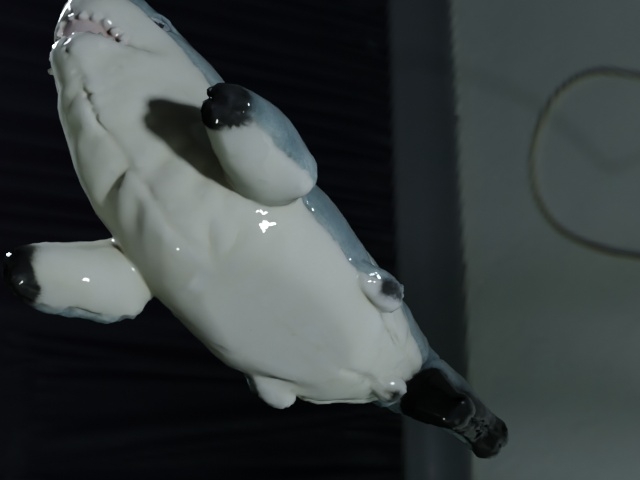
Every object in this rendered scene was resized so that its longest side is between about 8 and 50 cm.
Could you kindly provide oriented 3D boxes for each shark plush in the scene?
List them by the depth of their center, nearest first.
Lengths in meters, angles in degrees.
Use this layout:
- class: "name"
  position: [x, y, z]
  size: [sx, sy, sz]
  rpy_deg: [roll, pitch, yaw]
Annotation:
- class: "shark plush"
  position: [0.000, 0.000, 0.374]
  size: [0.073, 0.161, 0.067]
  rpy_deg: [-49, 24, 25]
